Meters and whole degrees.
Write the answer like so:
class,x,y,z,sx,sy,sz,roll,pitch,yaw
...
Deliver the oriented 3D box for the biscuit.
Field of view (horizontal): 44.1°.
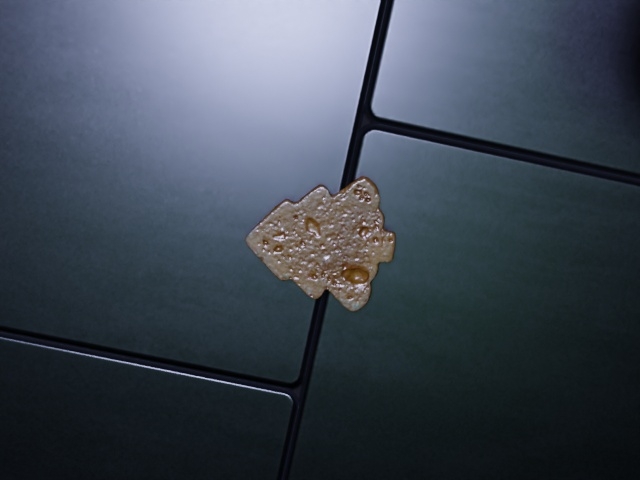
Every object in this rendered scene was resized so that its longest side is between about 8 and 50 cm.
class,x,y,z,sx,sy,sz,roll,pitch,yaw
biscuit,0.000,0.000,0.683,0.130,0.019,0.119,5,101,-2
